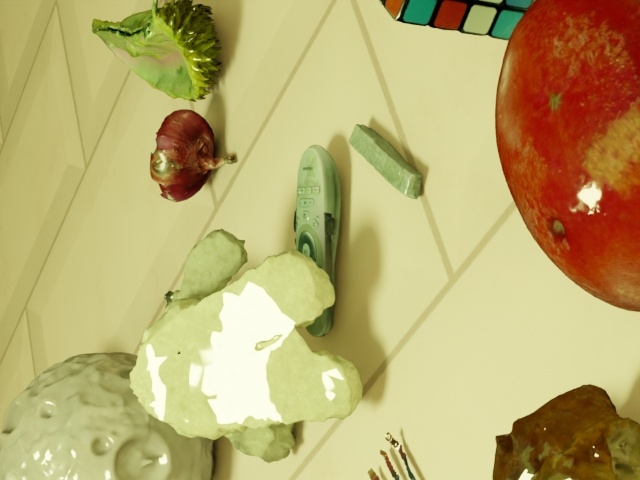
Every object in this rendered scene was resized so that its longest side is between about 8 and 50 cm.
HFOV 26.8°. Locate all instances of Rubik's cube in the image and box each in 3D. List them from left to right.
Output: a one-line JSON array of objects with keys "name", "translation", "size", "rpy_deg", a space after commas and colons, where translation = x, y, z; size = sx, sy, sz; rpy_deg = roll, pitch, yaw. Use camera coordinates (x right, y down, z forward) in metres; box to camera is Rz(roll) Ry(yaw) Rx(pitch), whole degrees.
[{"name": "Rubik's cube", "translation": [0.143, -0.322, 1.437], "size": [0.155, 0.154, 0.151], "rpy_deg": [59, 136, 47]}]

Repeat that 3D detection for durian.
[{"name": "durian", "translation": [-0.262, -0.313, 2.194], "size": [0.352, 0.169, 0.158], "rpy_deg": [12, 96, 61]}]

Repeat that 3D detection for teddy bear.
[{"name": "teddy bear", "translation": [-0.088, 0.140, 1.853], "size": [0.375, 0.362, 0.327], "rpy_deg": [-19, 89, 20]}]

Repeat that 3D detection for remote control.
[{"name": "remote control", "translation": [-0.002, 0.001, 1.791], "size": [0.097, 0.045, 0.256], "rpy_deg": [-173, 84, -65]}]

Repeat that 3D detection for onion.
[{"name": "onion", "translation": [-0.193, -0.131, 2.129], "size": [0.150, 0.140, 0.150], "rpy_deg": [9, -90, -74]}]

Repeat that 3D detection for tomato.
[{"name": "tomato", "translation": [0.257, -0.111, 1.207], "size": [0.338, 0.143, 0.339], "rpy_deg": [-9, 80, 60]}]

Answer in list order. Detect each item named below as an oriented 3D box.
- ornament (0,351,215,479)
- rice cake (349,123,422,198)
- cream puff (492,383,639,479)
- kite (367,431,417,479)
[{"name": "ornament", "translation": [-0.322, 0.335, 2.051], "size": [0.337, 0.337, 0.337], "rpy_deg": [-15, 74, 61]}, {"name": "rice cake", "translation": [0.081, -0.100, 1.661], "size": [0.171, 0.029, 0.033], "rpy_deg": [51, 126, 53]}, {"name": "cream puff", "translation": [0.237, 0.269, 1.190], "size": [0.269, 0.154, 0.241], "rpy_deg": [-132, 57, -62]}, {"name": "kite", "translation": [0.115, 0.335, 1.549], "size": [0.245, 0.015, 0.141], "rpy_deg": [61, 137, 41]}]
